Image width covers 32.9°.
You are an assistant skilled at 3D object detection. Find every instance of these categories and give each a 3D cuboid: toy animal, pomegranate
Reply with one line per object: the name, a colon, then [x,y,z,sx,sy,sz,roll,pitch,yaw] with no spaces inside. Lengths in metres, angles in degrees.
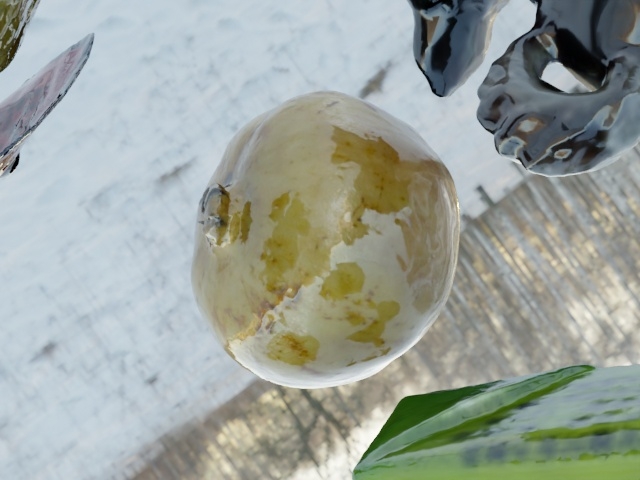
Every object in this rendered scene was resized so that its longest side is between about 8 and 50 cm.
toy animal: [0.148,-0.194,0.738,0.302,0.344,0.194,-40,141,-19]
pomegranate: [0.000,0.000,0.898,0.248,0.248,0.248,-36,176,-3]

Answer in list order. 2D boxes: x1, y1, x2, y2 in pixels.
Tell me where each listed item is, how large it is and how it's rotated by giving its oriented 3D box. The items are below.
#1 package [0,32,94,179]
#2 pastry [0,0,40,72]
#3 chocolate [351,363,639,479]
package: [-0.235,-0.001,0.630,0.269,0.071,0.194,-43,-153,41]
pastry: [-0.174,-0.152,0.549,0.153,0.081,0.153,-169,-90,-83]
chocolate: [0.167,0.199,0.436,0.288,0.301,0.137,-11,176,25]
